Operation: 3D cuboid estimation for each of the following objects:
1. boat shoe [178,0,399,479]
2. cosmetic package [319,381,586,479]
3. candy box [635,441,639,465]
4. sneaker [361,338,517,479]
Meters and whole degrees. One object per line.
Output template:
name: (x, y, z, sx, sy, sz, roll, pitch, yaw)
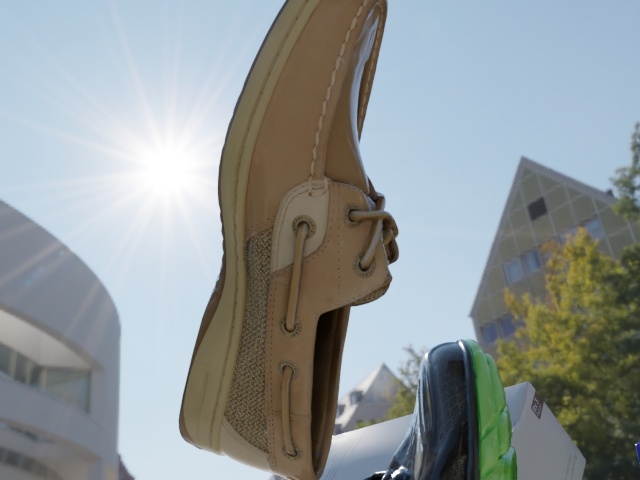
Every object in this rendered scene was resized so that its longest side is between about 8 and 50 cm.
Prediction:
boat shoe: (0.000, 0.000, 0.463, 0.110, 0.340, 0.122, 20, 21, 16)
cosmetic package: (0.144, 0.357, 0.975, 0.385, 0.217, 0.156, -26, -76, 40)
candy box: (0.507, 0.368, 0.739, 0.268, 0.317, 0.122, -14, -35, 25)
sneaker: (0.039, 0.295, 0.610, 0.202, 0.482, 0.185, 19, -20, 16)
